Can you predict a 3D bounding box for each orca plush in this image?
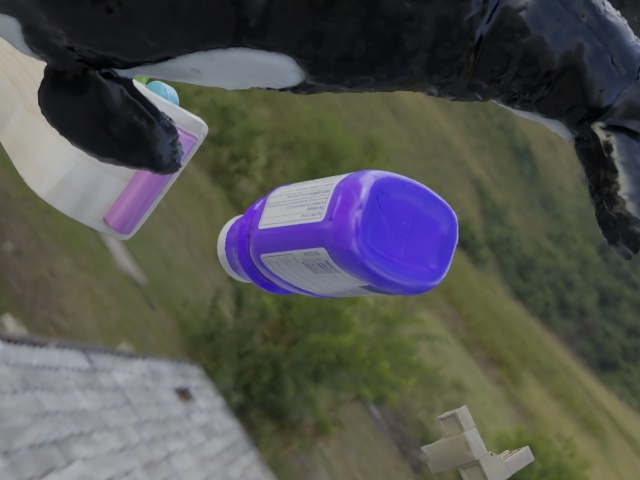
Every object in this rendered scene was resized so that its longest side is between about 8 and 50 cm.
[{"bbox_3d":[-0.025,-0.079,0.431,0.287,0.151,0.102,34,6,7],"label":"orca plush"}]

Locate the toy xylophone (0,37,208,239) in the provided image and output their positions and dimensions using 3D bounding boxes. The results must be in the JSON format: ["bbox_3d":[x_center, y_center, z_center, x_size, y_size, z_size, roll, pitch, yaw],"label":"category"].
[{"bbox_3d":[-0.229,-0.122,1.157,0.081,0.236,0.323,20,33,-47],"label":"toy xylophone"}]

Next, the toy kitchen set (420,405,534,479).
[{"bbox_3d":[0.153,0.206,1.466,0.068,0.075,0.083,-29,-95,47],"label":"toy kitchen set"}]

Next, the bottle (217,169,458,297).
[{"bbox_3d":[0.000,0.000,1.270,0.118,0.092,0.283,24,-15,-26],"label":"bottle"}]

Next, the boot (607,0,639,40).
[{"bbox_3d":[0.226,-0.375,1.157,0.367,0.146,0.445,18,-44,19],"label":"boot"}]
